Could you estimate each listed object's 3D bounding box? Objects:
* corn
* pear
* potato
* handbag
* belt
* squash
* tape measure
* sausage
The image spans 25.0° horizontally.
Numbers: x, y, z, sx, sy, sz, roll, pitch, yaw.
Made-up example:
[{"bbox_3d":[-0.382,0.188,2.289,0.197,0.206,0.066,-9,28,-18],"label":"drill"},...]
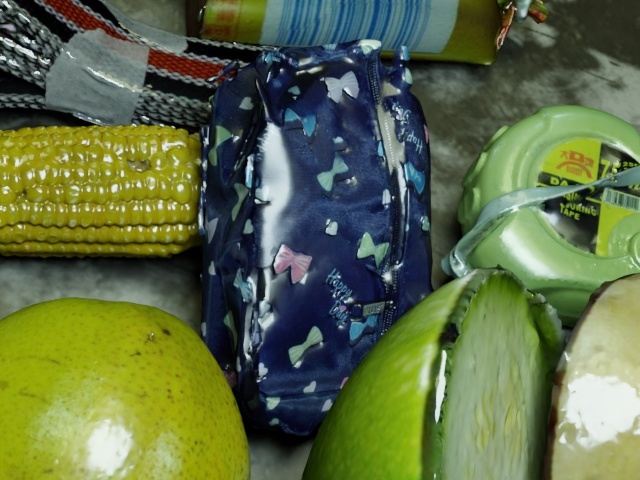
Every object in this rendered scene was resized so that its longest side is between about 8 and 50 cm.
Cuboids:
[{"bbox_3d":[-0.176,-0.033,0.981,0.261,0.097,0.097,-1,54,-17],"label":"corn"},{"bbox_3d":[-0.136,0.130,0.819,0.198,0.198,0.198,9,52,-11],"label":"pear"},{"bbox_3d":[0.234,0.141,0.861,0.116,0.299,0.239,7,83,34],"label":"potato"},{"bbox_3d":[0.000,0.000,0.954,0.162,0.113,0.260,0,86,-29],"label":"handbag"},{"bbox_3d":[-0.142,-0.123,1.054,0.359,0.126,0.094,21,40,-9],"label":"belt"},{"bbox_3d":[0.090,0.153,0.783,0.210,0.309,0.234,24,50,1],"label":"squash"},{"bbox_3d":[0.188,-0.011,1.075,0.200,0.106,0.175,8,66,-9],"label":"tape measure"},{"bbox_3d":[0.042,-0.208,1.173,0.317,0.117,0.125,1,60,-20],"label":"sausage"}]
